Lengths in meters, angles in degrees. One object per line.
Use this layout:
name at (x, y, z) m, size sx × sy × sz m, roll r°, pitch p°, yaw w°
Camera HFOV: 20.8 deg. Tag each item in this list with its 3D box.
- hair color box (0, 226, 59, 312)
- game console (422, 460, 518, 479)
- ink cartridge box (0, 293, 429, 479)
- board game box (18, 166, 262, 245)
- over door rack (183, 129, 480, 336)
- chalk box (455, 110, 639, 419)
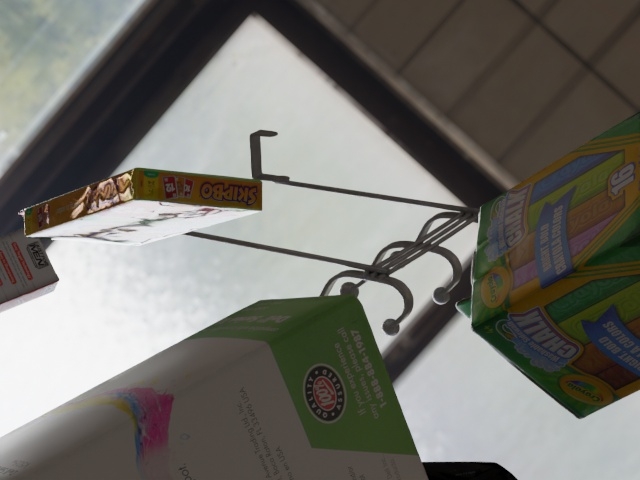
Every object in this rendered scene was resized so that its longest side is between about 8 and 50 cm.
hair color box at (-0.355, 0.043, 1.837) m, size 0.072 × 0.141 × 0.043 m, roll 63°, pitch 157°, yaw 11°
game console at (0.131, 0.279, 1.229) m, size 0.361 × 0.213 × 0.044 m, roll 43°, pitch -136°, yaw -24°
ink cartridge box at (-0.107, 0.194, 0.985) m, size 0.119 × 0.353 × 0.207 m, roll -4°, pitch 110°, yaw 57°
board game box at (-0.171, -0.027, 1.583) m, size 0.124 × 0.039 × 0.259 m, roll 5°, pitch 172°, yaw -32°
over door rack at (0.000, 0.000, 1.833) m, size 0.324 × 0.108 × 0.239 m, roll 22°, pitch -154°, yaw 24°
chalk box at (0.196, 0.030, 1.276) m, size 0.132 × 0.213 × 0.132 m, roll 37°, pitch -141°, yaw -26°
